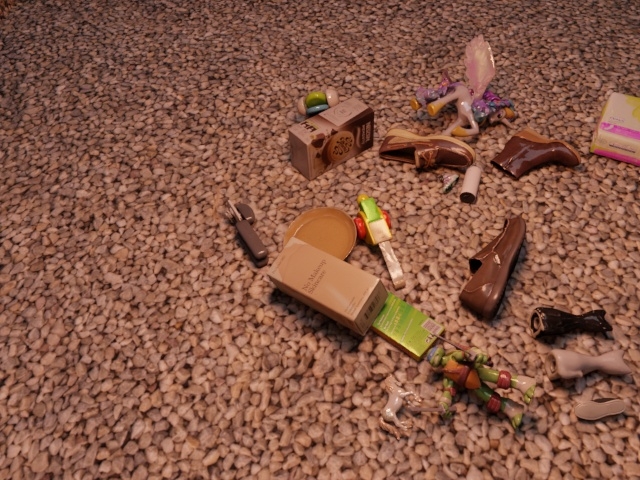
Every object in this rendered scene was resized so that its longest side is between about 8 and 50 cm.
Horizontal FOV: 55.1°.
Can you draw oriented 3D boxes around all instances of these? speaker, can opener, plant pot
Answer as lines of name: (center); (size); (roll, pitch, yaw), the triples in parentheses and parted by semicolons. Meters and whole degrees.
speaker: (0.506, -0.188, 2.065); (0.055, 0.055, 0.136); (12, 49, 14)
can opener: (-0.229, -0.035, 1.960); (0.093, 0.074, 0.280); (-21, 50, -15)
plant pot: (0.000, 0.000, 1.911); (0.236, 0.032, 0.236); (-9, 55, 13)

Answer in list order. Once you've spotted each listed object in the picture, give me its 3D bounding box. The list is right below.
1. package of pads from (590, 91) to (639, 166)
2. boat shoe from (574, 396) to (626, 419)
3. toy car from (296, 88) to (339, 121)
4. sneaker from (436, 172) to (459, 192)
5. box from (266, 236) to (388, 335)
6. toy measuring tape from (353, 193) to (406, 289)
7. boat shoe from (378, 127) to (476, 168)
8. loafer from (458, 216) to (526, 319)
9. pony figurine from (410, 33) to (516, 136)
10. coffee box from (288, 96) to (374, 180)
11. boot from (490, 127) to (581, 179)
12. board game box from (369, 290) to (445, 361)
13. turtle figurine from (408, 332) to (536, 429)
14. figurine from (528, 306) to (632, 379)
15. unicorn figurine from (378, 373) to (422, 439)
package of pads: (1.106, -0.396, 2.186); (0.229, 0.101, 0.296); (22, 52, 20)
boat shoe: (0.688, 0.413, 1.521); (0.125, 0.038, 0.046); (-12, 90, 0)
toy car: (0.004, -0.460, 2.265); (0.159, 0.182, 0.136); (-11, 52, 18)
sneaker: (0.423, -0.202, 2.097); (0.069, 0.038, 0.098); (26, 45, 26)
box: (0.019, 0.125, 1.731); (0.311, 0.121, 0.148); (24, 72, 29)
toy measuring tape: (0.181, 0.008, 1.902); (0.121, 0.121, 0.330); (-17, 72, -11)
boat shoe: (0.365, -0.297, 2.139); (0.342, 0.123, 0.123); (19, 60, 24)
loafer: (0.503, 0.056, 1.790); (0.130, 0.134, 0.366); (19, 52, 19)
pony figurine: (0.523, -0.523, 2.258); (0.363, 0.303, 0.351); (-23, 83, -21)
coffee box: (0.043, -0.365, 2.179); (0.297, 0.168, 0.119); (-31, 53, -22)
boot: (0.745, -0.274, 2.129); (0.248, 0.090, 0.207); (37, 71, 29)
board game box: (0.208, 0.222, 1.725); (0.259, 0.039, 0.124); (33, 58, 27)
turtle figurine: (0.367, 0.361, 1.488); (0.266, 0.275, 0.198); (21, 87, 16)
figurine: (0.691, 0.272, 1.622); (0.209, 0.092, 0.215); (-3, 49, -4)
unicorn figurine: (0.196, 0.407, 1.542); (0.111, 0.060, 0.162); (22, 52, 21)
